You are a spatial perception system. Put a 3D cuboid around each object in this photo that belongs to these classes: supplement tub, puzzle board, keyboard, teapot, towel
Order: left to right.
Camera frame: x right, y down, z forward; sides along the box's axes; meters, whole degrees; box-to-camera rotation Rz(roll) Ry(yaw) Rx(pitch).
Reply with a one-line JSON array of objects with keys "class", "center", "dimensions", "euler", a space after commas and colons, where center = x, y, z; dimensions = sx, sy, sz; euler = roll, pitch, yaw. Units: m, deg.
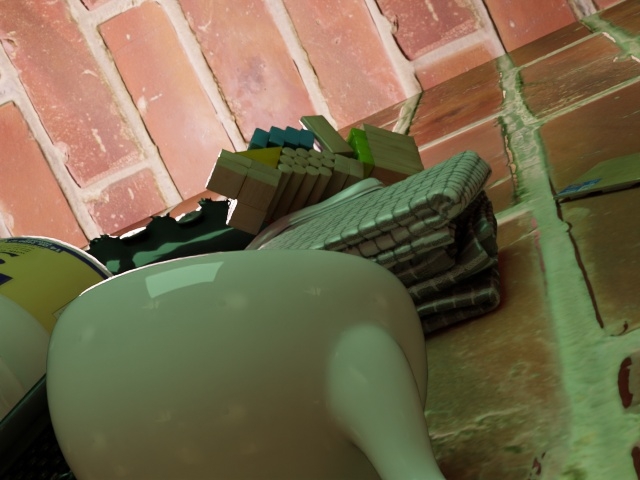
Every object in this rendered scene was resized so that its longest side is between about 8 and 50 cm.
[{"class": "supplement tub", "center": [-0.310, 0.136, 1.107], "dimensions": [0.241, 0.241, 0.331], "euler": [-24, 6, 10]}, {"class": "keyboard", "center": [-0.228, 0.195, 0.881], "dimensions": [0.317, 0.033, 0.201], "euler": [-48, -16, -11]}, {"class": "teapot", "center": [-0.049, 0.126, 0.752], "dimensions": [0.252, 0.187, 0.256], "euler": [-7, -17, -1]}, {"class": "towel", "center": [0.045, 0.031, 1.193], "dimensions": [0.283, 0.121, 0.235], "euler": [-25, 8, 16]}, {"class": "puzzle board", "center": [0.328, -0.073, 1.335], "dimensions": [0.096, 0.011, 0.128], "euler": [-33, 12, -34]}]

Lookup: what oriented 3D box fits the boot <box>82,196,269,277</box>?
[{"class": "boot", "center": [-0.194, 0.054, 1.671], "dimensions": [0.445, 0.146, 0.367], "euler": [-16, 25, -19]}]

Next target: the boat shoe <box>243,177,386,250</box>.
[{"class": "boat shoe", "center": [0.000, 0.000, 1.578], "dimensions": [0.226, 0.083, 0.076], "euler": [-33, 55, -5]}]

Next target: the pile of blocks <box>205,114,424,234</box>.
[{"class": "pile of blocks", "center": [-0.018, -0.082, 1.666], "dimensions": [0.362, 0.149, 0.113], "euler": [-4, -45, -38]}]
